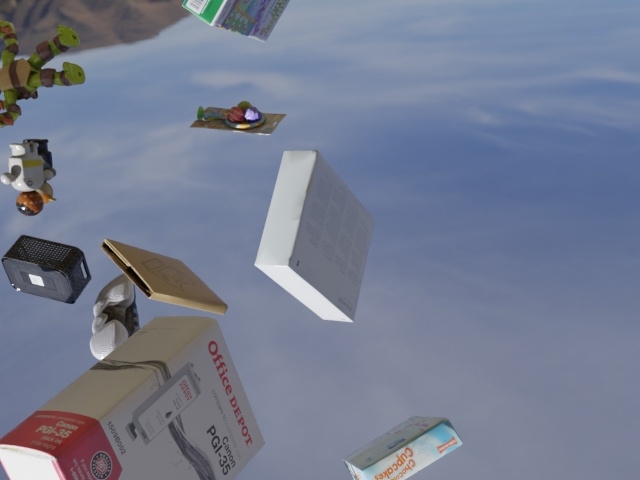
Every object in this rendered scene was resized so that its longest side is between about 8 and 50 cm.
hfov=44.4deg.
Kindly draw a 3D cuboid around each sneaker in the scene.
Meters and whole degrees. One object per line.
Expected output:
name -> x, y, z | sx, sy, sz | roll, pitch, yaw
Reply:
sneaker -> -0.458, 0.208, 1.861 | 0.101, 0.153, 0.269 | -24, -142, 15

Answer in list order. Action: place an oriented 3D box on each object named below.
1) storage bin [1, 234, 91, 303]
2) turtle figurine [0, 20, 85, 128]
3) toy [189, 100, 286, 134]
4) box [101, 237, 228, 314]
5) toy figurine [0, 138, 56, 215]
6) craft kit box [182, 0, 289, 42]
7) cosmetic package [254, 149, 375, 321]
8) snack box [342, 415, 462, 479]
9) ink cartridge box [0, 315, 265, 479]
storage bin -> -0.664, 0.071, 1.903 | 0.180, 0.122, 0.084 | 11, -134, 12
turtle figurine -> -0.526, -0.283, 1.397 | 0.217, 0.270, 0.087 | -14, 156, 18
toy -> -0.227, -0.346, 2.147 | 0.237, 0.056, 0.137 | 5, -146, 17
box -> -0.276, 0.067, 1.404 | 0.164, 0.021, 0.201 | 39, -171, 33
toy figurine -> -0.610, -0.112, 1.481 | 0.209, 0.148, 0.213 | -4, -169, -14
craft kit box -> -0.070, -0.407, 1.099 | 0.061, 0.250, 0.246 | 34, -165, 3
cosmetic package -> 0.000, 0.000, 1.859 | 0.097, 0.377, 0.285 | 0, -114, 26
snack box -> 0.151, 0.417, 1.548 | 0.187, 0.060, 0.322 | -29, 172, -10
ink cartridge box -> -0.215, 0.247, 0.955 | 0.117, 0.207, 0.283 | -4, -156, 35
